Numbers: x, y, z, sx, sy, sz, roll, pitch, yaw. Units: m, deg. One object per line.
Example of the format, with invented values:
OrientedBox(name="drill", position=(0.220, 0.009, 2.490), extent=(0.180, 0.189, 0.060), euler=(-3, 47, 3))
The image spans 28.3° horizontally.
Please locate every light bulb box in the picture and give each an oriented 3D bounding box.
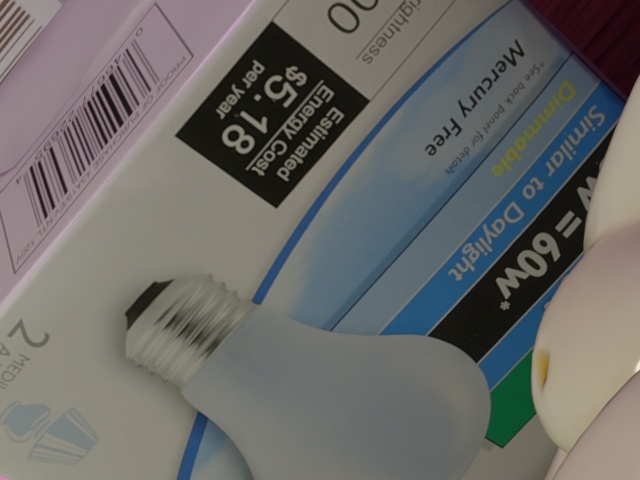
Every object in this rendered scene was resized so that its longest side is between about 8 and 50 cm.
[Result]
OrientedBox(name="light bulb box", position=(0.000, 0.000, 0.751), extent=(0.358, 0.361, 0.225), euler=(-49, 33, 10))

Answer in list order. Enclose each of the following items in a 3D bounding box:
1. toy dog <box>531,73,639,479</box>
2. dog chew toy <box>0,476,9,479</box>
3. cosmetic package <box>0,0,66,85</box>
OrientedBox(name="toy dog", position=(0.148, 0.168, 0.398), extent=(0.395, 0.285, 0.408), euler=(-51, 8, 39))
OrientedBox(name="dog chew toy", position=(-0.235, 0.264, 0.992), extent=(0.331, 0.207, 0.206), euler=(-57, 30, 11))
OrientedBox(name="cosmetic package", position=(-0.274, -0.092, 1.103), extent=(0.327, 0.329, 0.394), euler=(-50, -6, 10))
